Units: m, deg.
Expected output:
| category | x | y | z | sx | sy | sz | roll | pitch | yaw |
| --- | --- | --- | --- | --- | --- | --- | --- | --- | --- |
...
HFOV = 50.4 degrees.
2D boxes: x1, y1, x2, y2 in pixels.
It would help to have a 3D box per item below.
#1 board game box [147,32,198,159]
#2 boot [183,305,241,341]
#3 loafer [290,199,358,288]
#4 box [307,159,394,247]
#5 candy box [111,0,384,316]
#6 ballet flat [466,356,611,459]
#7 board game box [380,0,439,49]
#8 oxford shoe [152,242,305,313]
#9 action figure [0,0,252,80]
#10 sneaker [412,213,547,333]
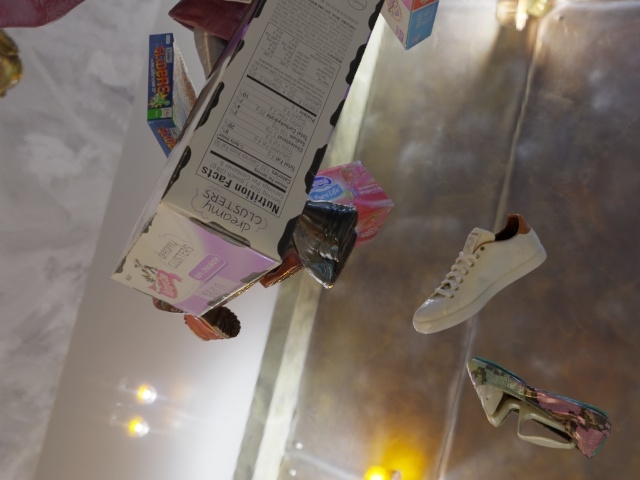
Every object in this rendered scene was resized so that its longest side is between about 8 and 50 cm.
| category | x | y | z | sx | sy | sz | roll | pitch | yaw |
| --- | --- | --- | --- | --- | --- | --- | --- | --- | --- |
| board game box | -0.200 | -0.174 | 0.964 | 0.201 | 0.035 | 0.136 | 81 | -176 | -69 |
| boot | -0.218 | 0.119 | 1.168 | 0.158 | 0.084 | 0.059 | 51 | -137 | -24 |
| loafer | 0.000 | 0.000 | 0.686 | 0.062 | 0.061 | 0.170 | -62 | -9 | -21 |
| box | -0.007 | -0.055 | 1.525 | 0.300 | 0.154 | 0.142 | -18 | -28 | -34 |
| candy box | -0.050 | -0.064 | 0.433 | 0.070 | 0.165 | 0.196 | 27 | -114 | -16 |
| ballet flat | 0.280 | 0.230 | 0.934 | 0.079 | 0.221 | 0.077 | -53 | -44 | -18 |
| board game box | 0.111 | -0.549 | 1.290 | 0.064 | 0.316 | 0.242 | -32 | -8 | -2 |
| oxford shoe | -0.132 | 0.015 | 1.007 | 0.348 | 0.123 | 0.130 | -16 | -106 | -59 |
| action figure | -0.119 | -0.231 | 0.480 | 0.370 | 0.248 | 0.276 | 1 | -111 | -23 |
| sneaker | 0.270 | 0.052 | 1.242 | 0.290 | 0.106 | 0.123 | -34 | -75 | -14 |
